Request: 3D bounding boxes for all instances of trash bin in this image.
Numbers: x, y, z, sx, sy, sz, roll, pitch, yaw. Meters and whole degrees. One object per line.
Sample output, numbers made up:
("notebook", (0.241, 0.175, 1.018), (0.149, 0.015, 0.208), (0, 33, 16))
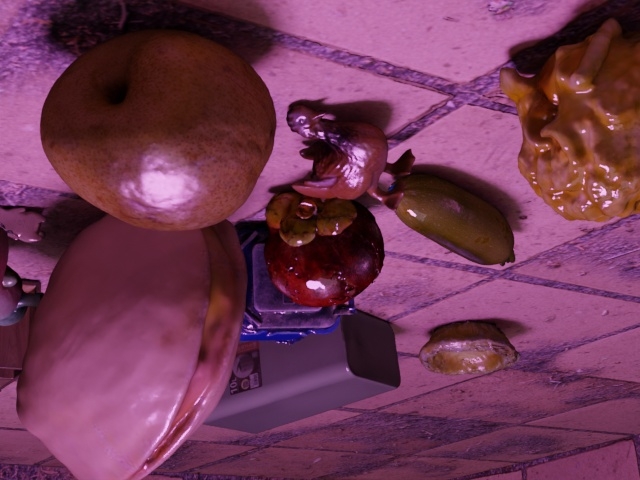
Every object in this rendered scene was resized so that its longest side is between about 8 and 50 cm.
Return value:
("trash bin", (-0.049, 0.238, 2.295), (0.343, 0.158, 0.223), (-21, 155, 28))
("trash bin", (-0.056, 0.079, 1.844), (0.183, 0.163, 0.234), (1, 165, -11))

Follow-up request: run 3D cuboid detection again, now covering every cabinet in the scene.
("cabinet", (-0.572, 0.157, 1.979), (0.174, 0.148, 0.215), (8, 159, -29))

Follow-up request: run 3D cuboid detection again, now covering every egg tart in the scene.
("egg tart", (0.286, 0.206, 2.363), (0.197, 0.078, 0.197), (-2, 158, -1))

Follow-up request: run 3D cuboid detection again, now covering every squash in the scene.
("squash", (0.208, -0.019, 1.705), (0.094, 0.095, 0.341), (-16, 155, 31))

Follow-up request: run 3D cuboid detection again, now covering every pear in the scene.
("pear", (-0.158, -0.106, 1.239), (0.228, 0.188, 0.211), (-12, 146, 22))

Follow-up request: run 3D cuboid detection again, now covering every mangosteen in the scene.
("mangosteen", (0.000, 0.000, 1.644), (0.166, 0.166, 0.180), (-7, 135, 11))

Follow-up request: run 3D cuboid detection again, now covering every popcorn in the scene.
("popcorn", (0.296, -0.129, 1.269), (0.181, 0.217, 0.235), (-24, 162, -24))

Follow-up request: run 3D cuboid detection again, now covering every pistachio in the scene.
("pistachio", (-0.256, 0.136, 1.669), (0.281, 0.365, 0.445), (13, 126, -38))

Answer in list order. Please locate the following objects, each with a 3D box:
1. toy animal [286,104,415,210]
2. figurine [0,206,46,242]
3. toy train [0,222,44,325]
("toy animal", (0.014, -0.097, 1.475), (0.179, 0.089, 0.188), (25, 151, -21))
("figurine", (-0.417, -0.019, 1.667), (0.083, 0.047, 0.050), (18, 159, -11))
("toy train", (-0.511, 0.050, 1.656), (0.221, 0.150, 0.304), (2, 160, 11))
